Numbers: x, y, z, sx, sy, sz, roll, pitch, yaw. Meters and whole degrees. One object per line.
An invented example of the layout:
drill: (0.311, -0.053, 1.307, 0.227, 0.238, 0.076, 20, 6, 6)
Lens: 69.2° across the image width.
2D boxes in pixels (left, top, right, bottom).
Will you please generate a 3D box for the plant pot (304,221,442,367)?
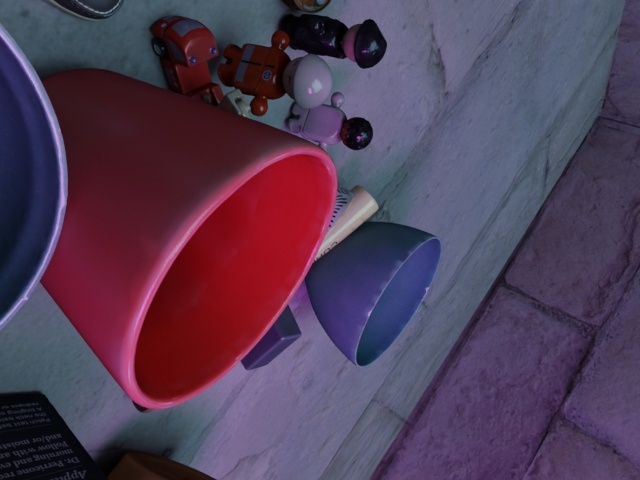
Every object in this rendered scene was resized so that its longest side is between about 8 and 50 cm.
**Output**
plant pot: (0.082, 0.077, 0.932, 0.290, 0.195, 0.290, -41, 149, -32)

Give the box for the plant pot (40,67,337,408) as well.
plant pot: (-0.155, -0.026, 0.447, 0.275, 0.243, 0.275, -49, 161, -23)

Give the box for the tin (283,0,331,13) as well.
tin: (-0.028, -0.383, 0.578, 0.106, 0.040, 0.190, -46, 146, -15)

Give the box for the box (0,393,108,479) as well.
box: (-0.356, 0.474, 0.380, 0.297, 0.471, 0.480, 21, 98, -58)

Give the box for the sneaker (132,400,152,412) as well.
sneaker: (-0.220, 0.184, 0.725, 0.188, 0.066, 0.071, -60, 149, 0)

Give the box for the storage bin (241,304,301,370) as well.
storage bin: (-0.097, 0.157, 0.807, 0.135, 0.091, 0.098, -43, 156, 26)

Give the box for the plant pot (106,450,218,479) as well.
plant pot: (-0.259, 0.470, 0.725, 0.204, 0.290, 0.291, -67, 152, -22)

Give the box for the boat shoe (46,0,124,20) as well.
boat shoe: (-0.230, -0.262, 0.351, 0.080, 0.073, 0.223, -53, 147, -12)

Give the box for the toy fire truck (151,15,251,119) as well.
toy fire truck: (-0.117, -0.150, 0.540, 0.047, 0.135, 0.192, -39, 143, -30)

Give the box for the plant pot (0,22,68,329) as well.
plant pot: (-0.334, -0.053, 0.254, 0.293, 0.196, 0.293, -35, 141, -35)

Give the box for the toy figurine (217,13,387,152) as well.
toy figurine: (-0.012, -0.182, 0.623, 0.213, 0.148, 0.210, -48, 148, -40)

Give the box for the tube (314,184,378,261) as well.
tube: (0.000, 0.000, 0.844, 0.240, 0.062, 0.070, -42, 144, -4)

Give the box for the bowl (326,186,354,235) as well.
bowl: (-0.030, -0.045, 0.771, 0.080, 0.170, 0.170, 43, 74, -13)
